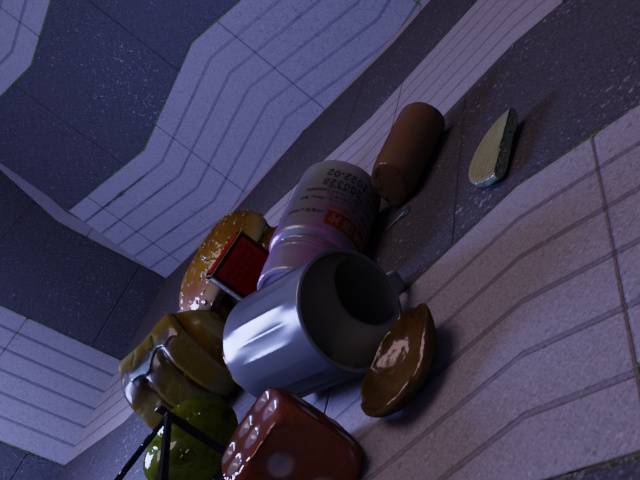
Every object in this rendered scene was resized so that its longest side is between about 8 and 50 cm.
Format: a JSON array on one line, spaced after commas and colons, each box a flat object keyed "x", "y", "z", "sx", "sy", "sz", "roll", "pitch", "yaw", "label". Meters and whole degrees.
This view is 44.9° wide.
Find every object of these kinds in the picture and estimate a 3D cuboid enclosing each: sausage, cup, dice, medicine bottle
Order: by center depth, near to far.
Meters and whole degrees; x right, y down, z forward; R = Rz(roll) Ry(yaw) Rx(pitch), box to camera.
[{"x": -0.049, "y": 0.357, "z": 1.271, "sx": 0.175, "sy": 0.179, "sz": 0.174, "roll": -52, "pitch": 14, "yaw": -5, "label": "dice"}, {"x": 0.000, "y": 0.160, "z": 1.530, "sx": 0.322, "sy": 0.237, "sz": 0.327, "roll": -27, "pitch": -4, "yaw": -38, "label": "cup"}, {"x": 0.000, "y": 0.000, "z": 1.853, "sx": 0.219, "sy": 0.219, "sz": 0.388, "roll": -39, "pitch": 19, "yaw": 42, "label": "medicine bottle"}, {"x": 0.211, "y": -0.214, "z": 1.905, "sx": 0.123, "sy": 0.123, "sz": 0.253, "roll": -32, "pitch": 27, "yaw": 54, "label": "sausage"}]

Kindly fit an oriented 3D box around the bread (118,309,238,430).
[{"x": -0.379, "y": 0.339, "z": 2.074, "sx": 0.341, "sy": 0.210, "sz": 0.300, "roll": -42, "pitch": 57, "yaw": 15, "label": "bread"}]

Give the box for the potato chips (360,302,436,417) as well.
[{"x": 0.139, "y": 0.206, "z": 1.272, "sx": 0.195, "sy": 0.062, "sz": 0.208, "roll": -52, "pitch": 15, "yaw": 24, "label": "potato chips"}]

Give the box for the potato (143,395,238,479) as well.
[{"x": -0.297, "y": 0.469, "z": 1.777, "sx": 0.186, "sy": 0.149, "sz": 0.253, "roll": 17, "pitch": 42, "yaw": 40, "label": "potato"}]

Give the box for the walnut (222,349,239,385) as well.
[{"x": -0.158, "y": 0.271, "z": 1.854, "sx": 0.155, "sy": 0.155, "sz": 0.184, "roll": -45, "pitch": 19, "yaw": 26, "label": "walnut"}]

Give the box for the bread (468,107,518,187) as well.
[{"x": 0.345, "y": -0.169, "z": 1.563, "sx": 0.112, "sy": 0.036, "sz": 0.193, "roll": -41, "pitch": 21, "yaw": 52, "label": "bread"}]

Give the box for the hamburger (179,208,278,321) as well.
[{"x": -0.220, "y": 0.082, "z": 2.280, "sx": 0.287, "sy": 0.268, "sz": 0.445, "roll": -26, "pitch": 29, "yaw": 52, "label": "hamburger"}]

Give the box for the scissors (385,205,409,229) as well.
[{"x": 0.182, "y": -0.050, "z": 1.836, "sx": 0.083, "sy": 0.006, "sz": 0.036, "roll": -46, "pitch": 18, "yaw": 25, "label": "scissors"}]

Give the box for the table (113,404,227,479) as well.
[{"x": -0.237, "y": 0.499, "z": 1.323, "sx": 0.222, "sy": 0.272, "sz": 0.335, "roll": -51, "pitch": 15, "yaw": 4, "label": "table"}]

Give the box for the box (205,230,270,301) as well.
[{"x": -0.170, "y": 0.104, "z": 2.089, "sx": 0.153, "sy": 0.240, "sz": 0.074, "roll": -59, "pitch": 18, "yaw": -22, "label": "box"}]
